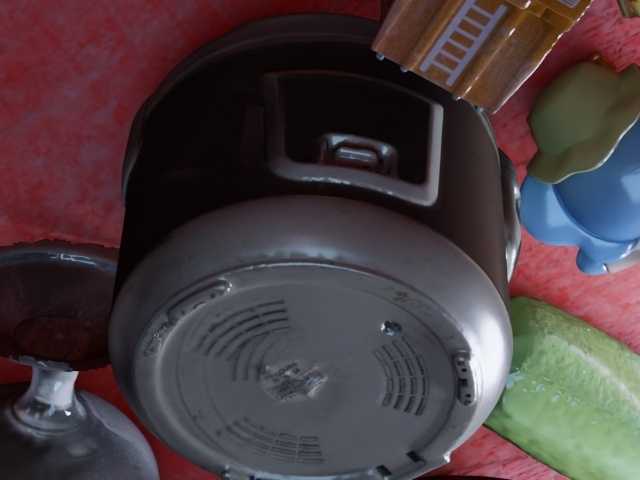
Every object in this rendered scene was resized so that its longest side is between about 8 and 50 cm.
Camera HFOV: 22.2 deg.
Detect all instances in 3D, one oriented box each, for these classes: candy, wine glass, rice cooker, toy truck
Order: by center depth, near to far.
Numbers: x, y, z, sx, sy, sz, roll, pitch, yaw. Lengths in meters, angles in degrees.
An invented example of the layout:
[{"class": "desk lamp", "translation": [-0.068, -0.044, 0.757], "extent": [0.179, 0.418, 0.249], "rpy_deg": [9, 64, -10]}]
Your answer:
[{"class": "toy truck", "translation": [0.119, -0.231, 1.208], "extent": [0.136, 0.305, 0.162], "rpy_deg": [27, 123, -12]}, {"class": "rice cooker", "translation": [0.000, 0.000, 1.319], "extent": [0.335, 0.325, 0.335], "rpy_deg": [2, 134, 2]}, {"class": "wine glass", "translation": [-0.250, 0.189, 1.478], "extent": [0.238, 0.238, 0.323], "rpy_deg": [13, 118, -5]}, {"class": "candy", "translation": [0.280, 0.180, 1.516], "extent": [0.343, 0.132, 0.142], "rpy_deg": [29, 105, -13]}]

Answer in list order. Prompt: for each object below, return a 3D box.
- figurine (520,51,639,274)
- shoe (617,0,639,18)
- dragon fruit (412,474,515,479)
[{"class": "figurine", "translation": [0.278, -0.036, 1.388], "extent": [0.180, 0.154, 0.262], "rpy_deg": [-22, 103, 40]}, {"class": "shoe", "translation": [0.270, -0.224, 1.333], "extent": [0.069, 0.072, 0.109], "rpy_deg": [-17, 116, 16]}, {"class": "dragon fruit", "translation": [0.133, 0.360, 1.525], "extent": [0.302, 0.295, 0.295], "rpy_deg": [-3, 118, 7]}]
